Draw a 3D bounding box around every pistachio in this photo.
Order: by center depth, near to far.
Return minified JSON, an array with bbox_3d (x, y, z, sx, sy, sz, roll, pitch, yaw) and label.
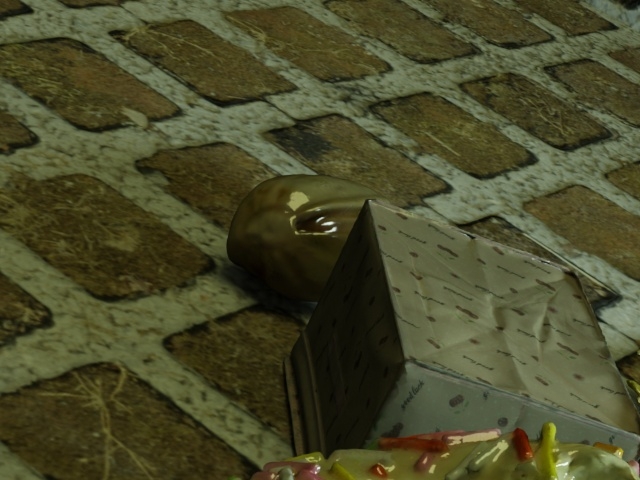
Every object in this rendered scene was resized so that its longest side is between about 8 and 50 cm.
[{"bbox_3d":[0.000,0.000,1.825,0.206,0.131,0.129,3,76,-48],"label":"pistachio"}]

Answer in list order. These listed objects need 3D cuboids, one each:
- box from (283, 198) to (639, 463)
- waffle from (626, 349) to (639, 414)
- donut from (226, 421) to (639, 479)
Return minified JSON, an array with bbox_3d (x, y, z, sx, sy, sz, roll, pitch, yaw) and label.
[{"bbox_3d":[0.114,0.133,1.560,0.225,0.190,0.297,18,25,-14],"label":"box"},{"bbox_3d":[0.437,0.210,1.835,0.329,0.062,0.329,20,26,-10],"label":"waffle"},{"bbox_3d":[0.050,0.223,1.241,0.307,0.150,0.371,-6,3,34],"label":"donut"}]
